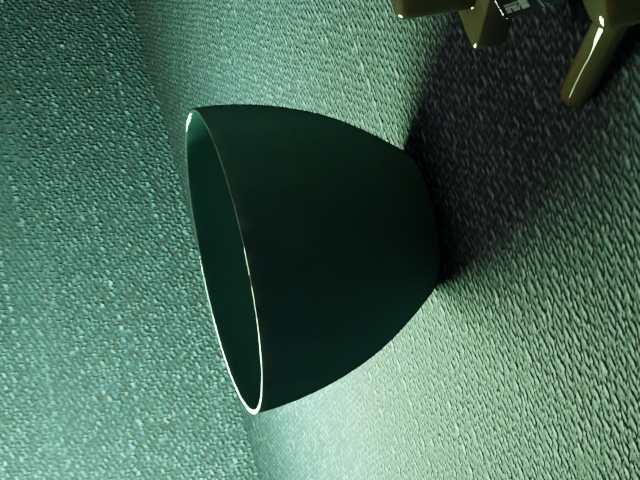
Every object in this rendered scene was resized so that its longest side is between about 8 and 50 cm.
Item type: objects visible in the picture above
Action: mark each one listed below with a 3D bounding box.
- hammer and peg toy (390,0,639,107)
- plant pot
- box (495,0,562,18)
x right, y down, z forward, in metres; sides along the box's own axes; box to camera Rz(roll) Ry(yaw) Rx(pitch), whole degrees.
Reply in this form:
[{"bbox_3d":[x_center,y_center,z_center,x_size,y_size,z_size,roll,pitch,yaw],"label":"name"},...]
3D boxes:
[{"bbox_3d":[0.101,-0.243,1.109,0.266,0.127,0.361,100,155,-61],"label":"hammer and peg toy"},{"bbox_3d":[0.000,0.000,1.663,0.290,0.195,0.290,168,90,-79],"label":"plant pot"},{"bbox_3d":[0.113,-0.161,0.978,0.067,0.018,0.083,59,157,-11],"label":"box"}]
